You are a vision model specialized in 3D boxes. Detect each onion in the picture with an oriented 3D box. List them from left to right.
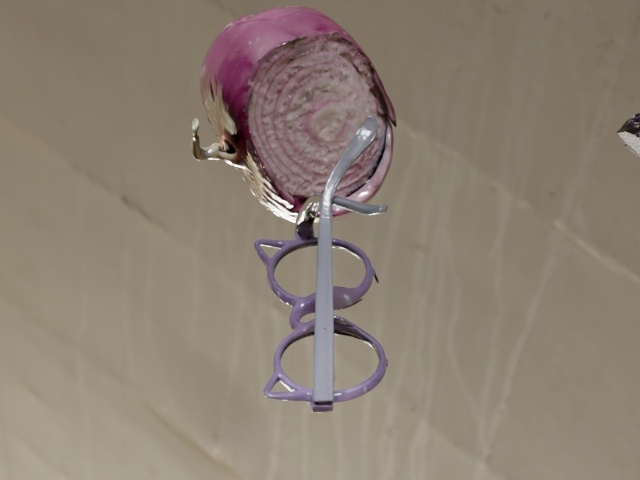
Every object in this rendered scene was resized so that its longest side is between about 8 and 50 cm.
[{"bbox_3d":[-0.027,-0.123,1.511,0.207,0.201,0.200,35,-30,-20],"label":"onion"}]

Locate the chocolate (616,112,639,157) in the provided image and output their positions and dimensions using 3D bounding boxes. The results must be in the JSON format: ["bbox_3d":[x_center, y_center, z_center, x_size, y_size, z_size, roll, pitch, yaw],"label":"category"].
[{"bbox_3d":[0.305,-0.124,1.272,0.070,0.147,0.072,32,-13,36],"label":"chocolate"}]

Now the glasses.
[{"bbox_3d":[0.000,0.000,0.745,0.062,0.140,0.104,-2,-51,-3],"label":"glasses"}]
